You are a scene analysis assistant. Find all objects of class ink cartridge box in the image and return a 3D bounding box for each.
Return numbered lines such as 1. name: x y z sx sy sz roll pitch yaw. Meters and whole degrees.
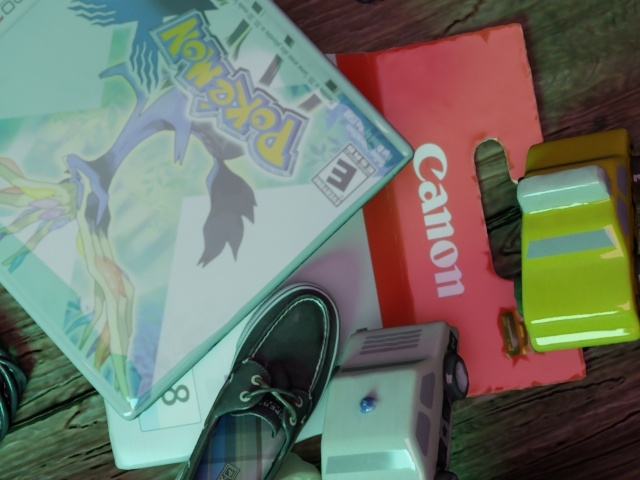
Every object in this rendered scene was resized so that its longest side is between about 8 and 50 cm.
1. ink cartridge box: 0.000 0.000 0.896 0.385 0.091 0.308 -10 88 7

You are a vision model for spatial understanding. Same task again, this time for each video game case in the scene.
1. video game case: -0.147 -0.082 0.851 0.300 0.036 0.329 -43 86 2

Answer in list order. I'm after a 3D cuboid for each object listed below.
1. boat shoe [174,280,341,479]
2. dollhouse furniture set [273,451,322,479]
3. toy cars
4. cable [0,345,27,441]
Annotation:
1. boat shoe: -0.049 0.133 0.816 0.080 0.076 0.228 34 81 -7
2. dollhouse furniture set: -0.125 0.308 0.915 0.301 0.151 0.197 -21 99 -20
3. toy cars: 0.114 0.054 0.797 0.393 0.087 0.176 -46 45 -10
4. cable: -0.341 0.139 0.949 0.184 0.047 0.150 -8 88 5
